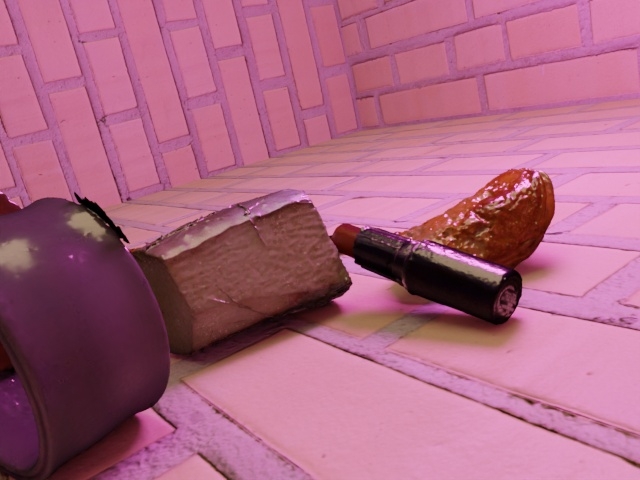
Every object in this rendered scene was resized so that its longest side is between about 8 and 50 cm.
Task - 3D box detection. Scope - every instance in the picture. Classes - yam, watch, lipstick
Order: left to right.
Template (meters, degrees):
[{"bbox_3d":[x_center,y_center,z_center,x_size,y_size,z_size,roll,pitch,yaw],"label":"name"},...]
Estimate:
[{"bbox_3d":[-0.348,0.088,0.661,0.327,0.334,0.314,-14,11,39],"label":"watch"},{"bbox_3d":[-0.131,0.052,0.901,0.272,0.202,0.201,-23,3,-30],"label":"yam"},{"bbox_3d":[0.133,0.035,0.817,0.081,0.081,0.300,-25,31,-38],"label":"lipstick"}]

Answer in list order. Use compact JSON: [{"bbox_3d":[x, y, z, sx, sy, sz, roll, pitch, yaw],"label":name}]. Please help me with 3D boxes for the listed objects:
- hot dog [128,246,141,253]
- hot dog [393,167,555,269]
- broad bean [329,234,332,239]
[{"bbox_3d":[-0.414,0.058,1.338,0.102,0.076,0.249,-26,20,-30],"label":"hot dog"},{"bbox_3d":[0.249,-0.011,0.926,0.259,0.114,0.175,-28,16,2],"label":"hot dog"},{"bbox_3d":[-0.005,0.001,1.261,0.069,0.039,0.227,-15,13,-30],"label":"broad bean"}]
